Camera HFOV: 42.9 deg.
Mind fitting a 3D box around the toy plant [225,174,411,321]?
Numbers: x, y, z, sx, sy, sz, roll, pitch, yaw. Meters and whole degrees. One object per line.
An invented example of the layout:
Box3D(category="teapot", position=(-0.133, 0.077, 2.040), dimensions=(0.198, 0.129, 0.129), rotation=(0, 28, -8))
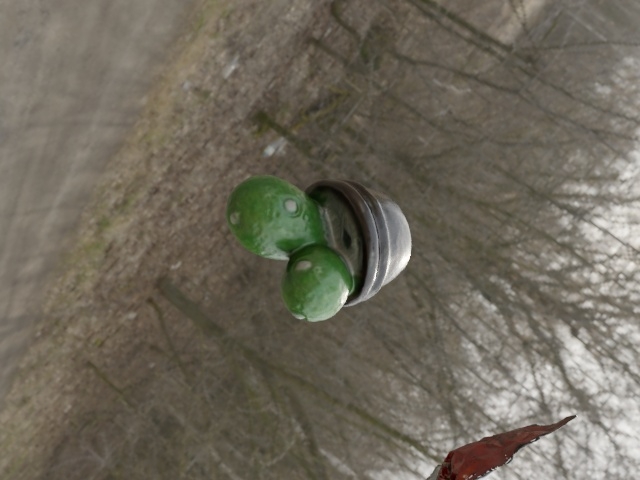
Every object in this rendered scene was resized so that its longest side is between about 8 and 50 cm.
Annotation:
Box3D(category="toy plant", position=(0.000, 0.000, 1.113), dimensions=(0.235, 0.218, 0.175), rotation=(-10, 152, -38))

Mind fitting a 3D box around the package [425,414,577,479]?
Box3D(category="package", position=(0.292, 0.362, 1.388), dimensions=(0.270, 0.071, 0.194), rotation=(-29, 180, -16))
